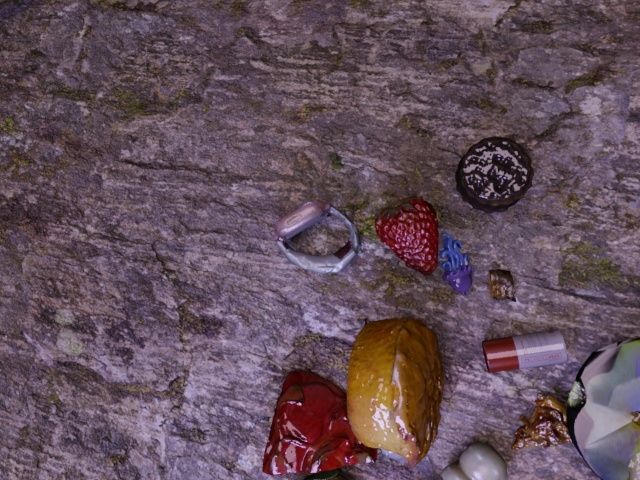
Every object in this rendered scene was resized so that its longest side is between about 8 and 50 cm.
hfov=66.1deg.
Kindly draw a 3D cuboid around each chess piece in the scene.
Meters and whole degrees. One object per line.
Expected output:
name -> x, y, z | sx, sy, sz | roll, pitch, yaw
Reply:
chess piece -> 0.378, 0.707, 1.370 | 0.182, 0.182, 0.330 | 43, 87, 17

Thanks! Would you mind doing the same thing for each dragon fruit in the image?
dragon fruit -> 0.008, 0.546, 1.455 | 0.329, 0.228, 0.286 | 7, 80, 17

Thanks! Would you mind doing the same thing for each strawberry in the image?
strawberry -> 0.283, -0.005, 1.518 | 0.205, 0.205, 0.245 | -25, 98, 8

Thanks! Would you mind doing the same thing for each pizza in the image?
pizza -> 0.622, 0.536, 1.386 | 0.193, 0.069, 0.154 | -36, 75, 4

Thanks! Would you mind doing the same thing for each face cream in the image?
face cream -> 0.585, 0.320, 1.421 | 0.214, 0.096, 0.096 | -12, 77, 12

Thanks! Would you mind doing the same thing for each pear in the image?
pear -> 0.843, 0.459, 1.297 | 0.398, 0.165, 0.399 | -2, 80, 13

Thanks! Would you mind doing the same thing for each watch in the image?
watch -> 0.000, 0.000, 1.610 | 0.253, 0.162, 0.241 | -30, 87, 9

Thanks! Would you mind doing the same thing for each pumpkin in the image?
pumpkin -> 0.551, 0.139, 1.497 | 0.073, 0.035, 0.101 | -2, 76, 2

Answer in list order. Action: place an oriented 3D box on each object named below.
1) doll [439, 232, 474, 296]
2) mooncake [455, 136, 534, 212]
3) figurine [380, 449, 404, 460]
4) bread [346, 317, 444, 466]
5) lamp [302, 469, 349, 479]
doll -> 0.418, 0.073, 1.512 | 0.109, 0.067, 0.206 | -15, 89, -17
mooncake -> 0.533, -0.205, 1.516 | 0.228, 0.124, 0.228 | -2, 81, 12
figurine -> 0.222, 0.618, 1.476 | 0.086, 0.082, 0.095 | -13, 102, -5
bread -> 0.220, 0.409, 1.368 | 0.215, 0.398, 0.399 | 0, 80, 25
lamp -> -0.003, 0.796, 1.417 | 0.284, 0.250, 0.250 | -28, 72, 40
